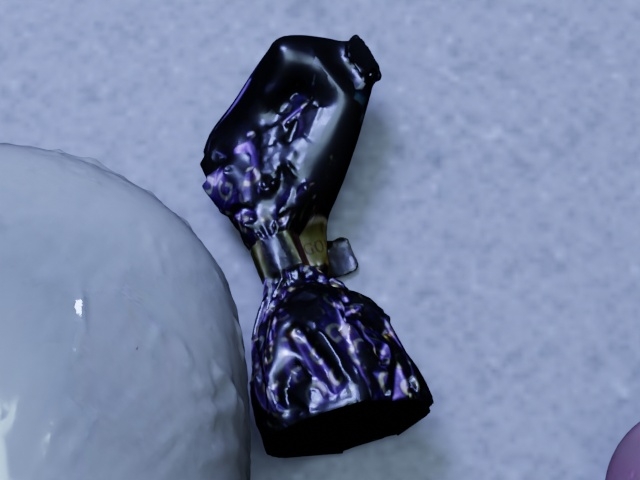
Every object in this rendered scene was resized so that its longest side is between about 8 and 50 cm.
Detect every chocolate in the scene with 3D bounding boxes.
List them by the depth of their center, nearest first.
[{"bbox_3d":[-0.003,0.001,0.553,0.072,0.070,0.147,-11,65,9],"label":"chocolate"}]

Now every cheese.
[{"bbox_3d":[-0.114,0.063,0.484,0.198,0.154,0.189,6,70,3],"label":"cheese"}]

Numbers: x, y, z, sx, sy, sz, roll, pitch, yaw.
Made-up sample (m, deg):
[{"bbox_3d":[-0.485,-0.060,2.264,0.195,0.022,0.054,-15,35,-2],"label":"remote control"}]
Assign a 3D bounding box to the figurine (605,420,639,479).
[{"bbox_3d":[0.238,0.087,0.438,0.269,0.211,0.261,-43,78,-10],"label":"figurine"}]
